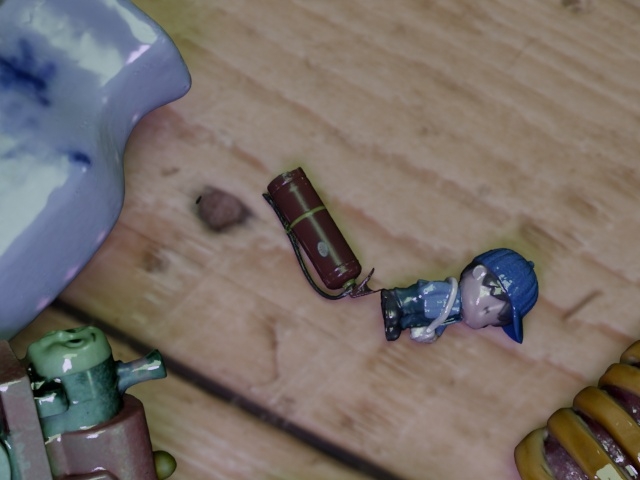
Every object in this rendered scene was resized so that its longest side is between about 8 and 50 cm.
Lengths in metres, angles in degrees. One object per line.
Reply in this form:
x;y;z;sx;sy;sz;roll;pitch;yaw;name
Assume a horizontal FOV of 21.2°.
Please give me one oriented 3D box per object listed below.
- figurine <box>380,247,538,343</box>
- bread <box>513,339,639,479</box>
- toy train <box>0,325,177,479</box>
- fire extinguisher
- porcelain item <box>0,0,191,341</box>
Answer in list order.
0.120;0.048;1.476;0.136;0.077;0.079;0;56;3;figurine
0.272;0.161;1.424;0.225;0.081;0.134;-41;72;-3;bread
-0.205;0.201;1.289;0.221;0.150;0.304;-16;108;-15;toy train
0.000;0.000;1.487;0.056;0.039;0.132;-33;77;10;fire extinguisher
-0.297;-0.037;1.393;0.242;0.178;0.405;37;76;5;porcelain item
